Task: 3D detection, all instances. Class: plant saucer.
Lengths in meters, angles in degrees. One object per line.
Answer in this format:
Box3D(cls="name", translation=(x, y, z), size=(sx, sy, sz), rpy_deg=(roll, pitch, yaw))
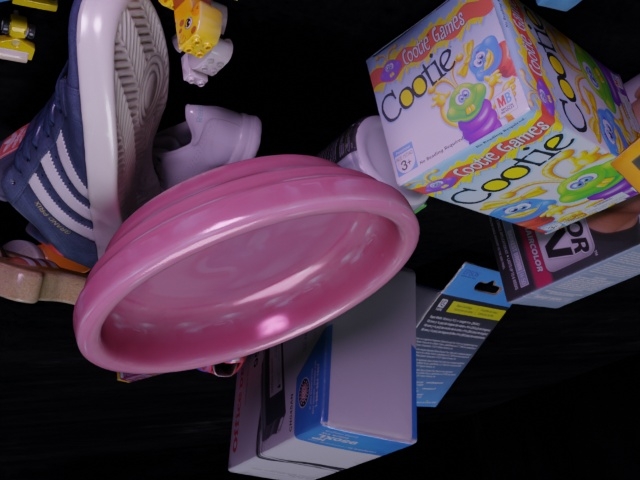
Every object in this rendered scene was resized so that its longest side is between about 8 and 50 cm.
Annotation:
Box3D(cls="plant saucer", translation=(-0.071, 0.023, 0.700), size=(0.332, 0.084, 0.332), rpy_deg=(-20, 158, -8))

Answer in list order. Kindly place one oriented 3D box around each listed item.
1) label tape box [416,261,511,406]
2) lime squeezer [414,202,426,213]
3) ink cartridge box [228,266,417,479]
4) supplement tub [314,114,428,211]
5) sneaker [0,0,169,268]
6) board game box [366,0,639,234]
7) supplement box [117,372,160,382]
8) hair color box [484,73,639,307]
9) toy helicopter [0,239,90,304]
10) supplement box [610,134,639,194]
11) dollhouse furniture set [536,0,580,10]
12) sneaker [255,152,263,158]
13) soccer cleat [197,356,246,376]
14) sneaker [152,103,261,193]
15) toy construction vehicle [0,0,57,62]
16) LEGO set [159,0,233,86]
Box3D(cls="label tape box", translation=(0.213, 0.161, 1.390), size=(0.240, 0.106, 0.334), rpy_deg=(14, 115, -45))
Box3D(cls="lime squeezer", translation=(0.000, 0.000, 1.053), size=(0.310, 0.059, 0.110), rpy_deg=(-10, 127, 3))
Box3D(cls="ink cartridge box", translation=(-0.008, 0.232, 1.245), size=(0.166, 0.286, 0.395), rpy_deg=(16, 148, -21))
Box3D(cls="supplement tub", translation=(0.027, -0.049, 0.841), size=(0.117, 0.117, 0.190), rpy_deg=(7, 152, -36))
Box3D(cls="sneaker", translation=(-0.225, -0.086, 0.648), size=(0.148, 0.131, 0.350), rpy_deg=(18, 141, -1))
Box3D(cls="board game box", translation=(0.198, -0.115, 0.727), size=(0.275, 0.142, 0.144), rpy_deg=(12, 148, -44))
Box3D(cls="supplement box", translation=(-0.357, 0.244, 1.444), size=(0.083, 0.055, 0.043), rpy_deg=(-15, 159, 12))
Box3D(cls="hair color box", translation=(0.371, -0.072, 0.853), size=(0.113, 0.186, 0.374), rpy_deg=(9, 150, -38))
Box3D(cls="toy helicopter", translation=(-0.320, 0.050, 0.863), size=(0.354, 0.140, 0.235), rpy_deg=(17, 176, -18))
Box3D(cls="supplement box", translation=(0.439, -0.120, 0.563), size=(0.356, 0.194, 0.195), rpy_deg=(-35, 169, -27))
Box3D(cls="dollhouse furniture set", translation=(0.248, -0.215, 0.531), size=(0.128, 0.129, 0.184), rpy_deg=(1, 153, -27))
Box3D(cls="sneaker", translation=(-0.079, -0.059, 0.818), size=(0.058, 0.152, 0.085), rpy_deg=(26, 102, -15))
Box3D(cls="soccer cleat", translation=(-0.193, 0.209, 1.354), size=(0.108, 0.117, 0.318), rpy_deg=(-2, 156, -19))
Box3D(cls="sneaker", translation=(-0.149, -0.076, 0.777), size=(0.094, 0.080, 0.212), rpy_deg=(16, 140, -27))
Box3D(cls="toy construction vehicle", translation=(-0.238, -0.178, 0.531), size=(0.085, 0.035, 0.098), rpy_deg=(2, 146, -29))
Box3D(cls="LEGO set", translation=(-0.060, -0.180, 0.522), size=(0.087, 0.093, 0.227), rpy_deg=(11, 149, -42))
